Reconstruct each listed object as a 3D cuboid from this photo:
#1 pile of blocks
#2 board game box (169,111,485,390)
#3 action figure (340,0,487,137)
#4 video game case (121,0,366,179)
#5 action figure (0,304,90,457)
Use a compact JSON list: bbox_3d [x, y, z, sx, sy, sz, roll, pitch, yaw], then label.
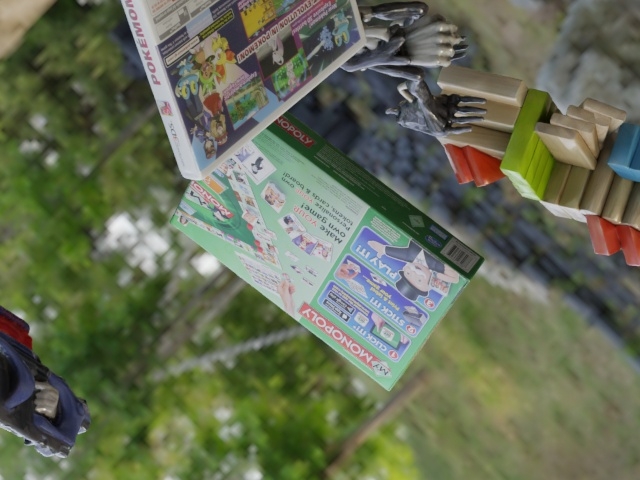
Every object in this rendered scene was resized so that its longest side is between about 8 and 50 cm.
[{"bbox_3d":[0.266,-0.050,1.657,0.362,0.113,0.149,20,170,2],"label":"pile of blocks"},{"bbox_3d":[0.000,0.000,1.927,0.317,0.046,0.213,37,136,6],"label":"board game box"},{"bbox_3d":[0.047,-0.193,1.446,0.275,0.141,0.164,33,-134,-54],"label":"action figure"},{"bbox_3d":[-0.053,-0.170,1.208,0.023,0.201,0.183,9,128,38],"label":"video game case"},{"bbox_3d":[-0.365,0.150,1.532,0.178,0.330,0.341,-5,145,28],"label":"action figure"}]
